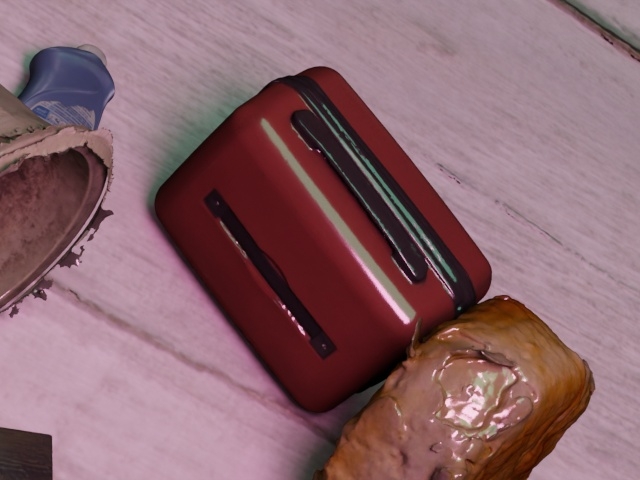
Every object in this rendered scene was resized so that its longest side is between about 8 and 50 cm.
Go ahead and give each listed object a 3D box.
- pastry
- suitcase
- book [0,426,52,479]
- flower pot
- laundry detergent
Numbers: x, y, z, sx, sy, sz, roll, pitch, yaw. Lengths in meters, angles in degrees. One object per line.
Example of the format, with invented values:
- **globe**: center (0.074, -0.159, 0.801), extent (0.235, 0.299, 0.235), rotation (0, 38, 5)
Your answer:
- **pastry**: center (0.118, 0.192, 1.750), extent (0.136, 0.329, 0.330), rotation (44, 44, 18)
- **suitcase**: center (0.000, 0.000, 1.819), extent (0.161, 0.236, 0.297), rotation (-33, 84, -43)
- **book**: center (-0.302, 0.262, 1.583), extent (0.160, 0.024, 0.228), rotation (13, 56, -29)
- **flower pot**: center (-0.357, -0.065, 1.608), extent (0.259, 0.290, 0.290), rotation (45, 45, 16)
- **laundry detergent**: center (-0.258, -0.123, 1.830), extent (0.097, 0.061, 0.206), rotation (32, 48, -13)
